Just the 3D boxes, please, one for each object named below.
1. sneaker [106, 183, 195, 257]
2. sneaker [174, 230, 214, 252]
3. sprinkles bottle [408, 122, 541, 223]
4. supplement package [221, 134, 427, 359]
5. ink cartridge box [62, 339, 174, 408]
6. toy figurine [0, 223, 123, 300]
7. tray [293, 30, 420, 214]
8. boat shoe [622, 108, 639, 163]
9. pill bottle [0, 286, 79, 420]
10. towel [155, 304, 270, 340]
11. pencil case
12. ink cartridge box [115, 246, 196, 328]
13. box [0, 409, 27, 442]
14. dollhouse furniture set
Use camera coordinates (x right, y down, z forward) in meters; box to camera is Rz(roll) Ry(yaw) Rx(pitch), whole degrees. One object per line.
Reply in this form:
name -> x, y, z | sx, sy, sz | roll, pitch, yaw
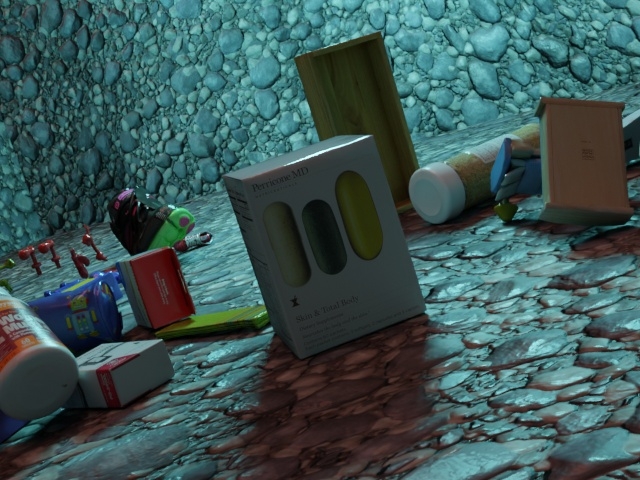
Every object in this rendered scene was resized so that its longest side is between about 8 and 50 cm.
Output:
sneaker -> -0.490, -0.046, 2.465 | 0.185, 0.202, 0.483 | -47, 16, -20
sneaker -> -0.351, 0.002, 2.524 | 0.118, 0.042, 0.067 | -23, 8, -41
sprinkles bottle -> 0.352, -0.147, 1.924 | 0.355, 0.121, 0.121 | -24, 12, -33
supplement package -> 0.000, 0.000, 1.324 | 0.199, 0.263, 0.198 | -20, 10, -11
ink cartridge box -> -0.311, 0.199, 1.347 | 0.150, 0.063, 0.109 | -9, 13, 39
toy figurine -> -0.542, 0.102, 1.937 | 0.217, 0.191, 0.362 | -1, 19, 42
tray -> 0.097, -0.251, 2.080 | 0.203, 0.411, 0.076 | -23, 12, -27
boat shoe -> 0.605, -0.204, 1.838 | 0.306, 0.113, 0.105 | -28, 26, -9
pill bottle -> -0.453, 0.156, 1.319 | 0.121, 0.121, 0.221 | -24, 40, -32
towel -> -0.169, 0.140, 1.560 | 0.237, 0.021, 0.102 | -11, 6, 35
pencil case -> -0.519, 0.172, 1.693 | 0.306, 0.119, 0.133 | -17, -28, 6
ink cartridge box -> -0.308, 0.087, 1.682 | 0.078, 0.134, 0.231 | -20, 4, -21
box -> -0.540, 0.274, 1.343 | 0.201, 0.057, 0.293 | -13, 11, 20
dollhouse furniture set -> 0.456, -0.076, 1.547 | 0.286, 0.198, 0.303 | 4, -22, 0
